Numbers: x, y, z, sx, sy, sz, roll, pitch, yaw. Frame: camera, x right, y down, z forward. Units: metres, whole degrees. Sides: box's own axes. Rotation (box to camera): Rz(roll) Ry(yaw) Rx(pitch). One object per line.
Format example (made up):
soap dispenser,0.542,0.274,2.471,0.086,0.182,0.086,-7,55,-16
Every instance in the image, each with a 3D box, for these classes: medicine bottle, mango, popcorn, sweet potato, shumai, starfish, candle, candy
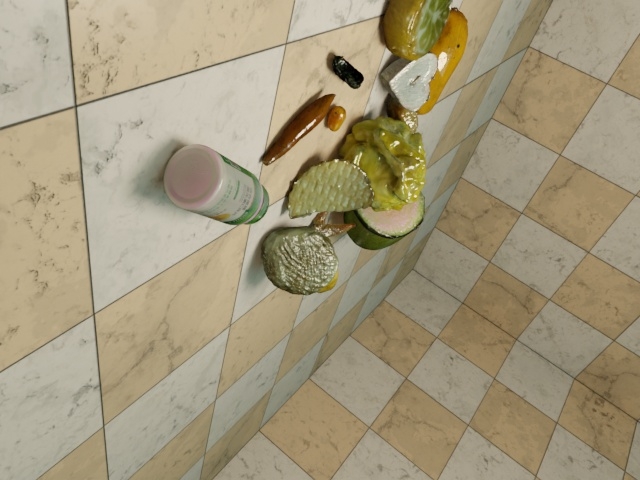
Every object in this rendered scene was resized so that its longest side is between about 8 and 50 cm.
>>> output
medicine bottle,-0.208,-0.106,1.117,0.133,0.133,0.274,-56,163,4
mango,0.376,-0.583,1.716,0.187,0.144,0.359,-21,139,-49
popcorn,0.209,-0.252,1.697,0.312,0.312,0.312,-47,160,-23
sweet potato,-0.052,-0.287,1.320,0.264,0.057,0.057,-46,160,-14
mango,0.046,-0.343,1.477,0.060,0.046,0.089,-48,165,-23
shumai,-0.091,0.045,1.685,0.260,0.222,0.225,15,100,-32
starfish,0.001,0.001,1.851,0.247,0.138,0.050,-52,-169,0
candle,0.271,-0.499,1.612,0.168,0.068,0.192,-6,131,-24
candy,0.272,-0.633,1.439,0.260,0.118,0.260,-47,156,-29

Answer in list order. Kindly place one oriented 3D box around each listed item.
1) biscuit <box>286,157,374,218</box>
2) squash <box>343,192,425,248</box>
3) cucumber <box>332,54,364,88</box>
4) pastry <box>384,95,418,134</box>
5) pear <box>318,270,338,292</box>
biscuit,0.030,-0.162,1.564,0.273,0.036,0.187,-6,125,-12
squash,0.199,-0.104,2.015,0.310,0.310,0.309,-45,-179,-28
cucumber,0.069,-0.441,1.356,0.053,0.053,0.181,-58,159,10
pastry,0.279,-0.426,1.773,0.081,0.153,0.153,-32,158,-7
pear,-0.018,0.117,1.940,0.178,0.178,0.178,-47,160,-23
